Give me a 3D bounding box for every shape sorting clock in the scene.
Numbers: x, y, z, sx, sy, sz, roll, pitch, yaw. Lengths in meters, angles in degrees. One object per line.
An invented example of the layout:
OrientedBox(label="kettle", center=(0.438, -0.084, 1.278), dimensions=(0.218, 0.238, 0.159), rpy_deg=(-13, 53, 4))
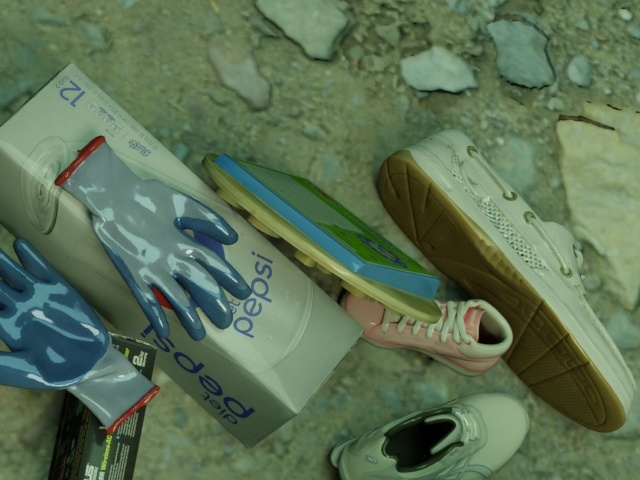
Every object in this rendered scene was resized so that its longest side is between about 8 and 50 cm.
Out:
OrientedBox(label="shape sorting clock", center=(0.000, 0.000, 1.180), dimensions=(0.206, 0.206, 0.040), rpy_deg=(30, 101, -10))

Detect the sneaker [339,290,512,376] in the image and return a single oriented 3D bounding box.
OrientedBox(label="sneaker", center=(0.086, 0.060, 1.251), dimensions=(0.134, 0.070, 0.051), rpy_deg=(22, 62, -13))

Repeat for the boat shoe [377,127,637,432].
OrientedBox(label="boat shoe", center=(0.167, 0.022, 1.288), dimensions=(0.096, 0.098, 0.277), rpy_deg=(-35, 84, -31))

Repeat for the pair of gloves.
OrientedBox(label="pair of gloves", center=(-0.146, 0.032, 1.074), dimensions=(0.159, 0.023, 0.198), rpy_deg=(44, 62, 0))

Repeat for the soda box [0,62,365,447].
OrientedBox(label="soda box", center=(-0.113, 0.013, 1.163), dimensions=(0.286, 0.098, 0.091), rpy_deg=(43, 58, -3))

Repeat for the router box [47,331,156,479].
OrientedBox(label="router box", center=(-0.150, 0.134, 1.096), dimensions=(0.038, 0.092, 0.122), rpy_deg=(17, 63, -18))

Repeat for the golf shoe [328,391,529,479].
OrientedBox(label="golf shoe", center=(0.096, 0.150, 1.208), dimensions=(0.176, 0.086, 0.069), rpy_deg=(-17, 75, -31))
